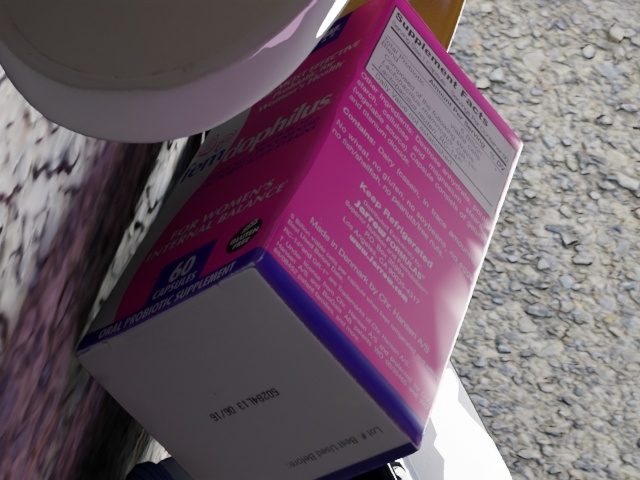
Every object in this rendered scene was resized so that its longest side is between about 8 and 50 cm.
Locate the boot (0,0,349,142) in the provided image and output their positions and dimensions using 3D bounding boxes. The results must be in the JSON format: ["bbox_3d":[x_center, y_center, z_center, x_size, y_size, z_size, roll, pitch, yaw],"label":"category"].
[{"bbox_3d":[-0.014,-0.106,0.414,0.123,0.095,0.258,91,13,-58],"label":"boot"}]

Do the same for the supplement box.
[{"bbox_3d":[0.000,0.000,0.726,0.111,0.114,0.220,-27,-157,35],"label":"supplement box"}]

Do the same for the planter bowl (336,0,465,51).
[{"bbox_3d":[0.020,-0.152,1.011,0.217,0.090,0.217,-162,-90,-77],"label":"planter bowl"}]

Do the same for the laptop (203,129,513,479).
[{"bbox_3d":[0.086,0.150,0.986,0.236,0.408,0.382,-44,-121,33],"label":"laptop"}]

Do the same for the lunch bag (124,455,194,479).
[{"bbox_3d":[-0.044,0.237,0.886,0.243,0.115,0.303,62,-23,17],"label":"lunch bag"}]
